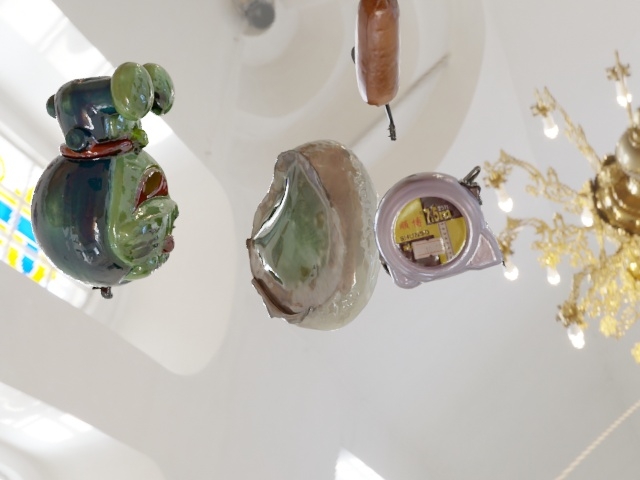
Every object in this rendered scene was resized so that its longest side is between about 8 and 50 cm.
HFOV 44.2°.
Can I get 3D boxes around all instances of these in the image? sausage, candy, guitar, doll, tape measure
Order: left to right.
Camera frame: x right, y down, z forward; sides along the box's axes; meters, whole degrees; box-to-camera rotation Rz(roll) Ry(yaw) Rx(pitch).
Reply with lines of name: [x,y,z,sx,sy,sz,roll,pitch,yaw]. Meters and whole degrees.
doll: [-0.285,-0.076,1.052,0.186,0.198,0.321,4,-82,9]
candy: [0.000,0.000,1.661,0.386,0.186,0.427,-61,-146,28]
sausage: [0.090,-0.301,1.231,0.076,0.197,0.076,-2,-134,2]
guitar: [0.129,-0.320,1.705,0.088,0.233,0.025,14,-138,45]
tape measure: [0.181,-0.023,1.253,0.196,0.105,0.178,-11,-79,11]
